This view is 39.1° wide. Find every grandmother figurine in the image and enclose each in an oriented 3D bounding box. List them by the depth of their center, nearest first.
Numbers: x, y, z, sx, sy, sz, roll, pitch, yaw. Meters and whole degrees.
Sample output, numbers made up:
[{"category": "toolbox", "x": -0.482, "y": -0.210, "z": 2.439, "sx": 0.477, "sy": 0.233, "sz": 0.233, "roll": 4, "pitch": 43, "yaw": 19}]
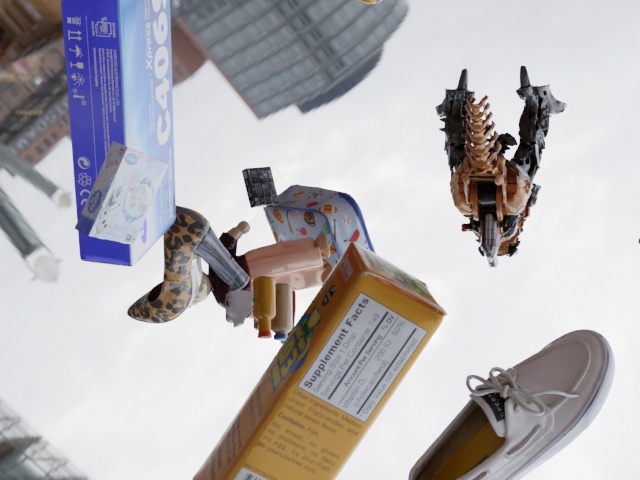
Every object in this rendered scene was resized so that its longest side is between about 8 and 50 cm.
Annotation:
[{"category": "grandmother figurine", "x": -0.149, "y": 0.065, "z": 1.826, "sx": 0.342, "sy": 0.208, "sz": 0.104, "roll": -13, "pitch": 172, "yaw": -10}]

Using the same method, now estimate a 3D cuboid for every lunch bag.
[{"category": "lunch bag", "x": 0.000, "y": 0.000, "z": 2.067, "sx": 0.115, "sy": 0.243, "sz": 0.303, "roll": -34, "pitch": -156, "yaw": -25}]

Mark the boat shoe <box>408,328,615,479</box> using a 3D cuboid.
[{"category": "boat shoe", "x": 0.263, "y": 0.244, "z": 1.293, "sx": 0.367, "sy": 0.156, "sz": 0.136, "roll": -42, "pitch": -138, "yaw": 1}]

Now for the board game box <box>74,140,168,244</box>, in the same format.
[{"category": "board game box", "x": -0.190, "y": -0.044, "z": 0.869, "sx": 0.090, "sy": 0.020, "sz": 0.090, "roll": -65, "pitch": 164, "yaw": 1}]

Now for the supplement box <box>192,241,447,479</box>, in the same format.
[{"category": "supplement box", "x": -0.006, "y": 0.120, "z": 0.669, "sx": 0.233, "sy": 0.080, "sz": 0.078, "roll": -55, "pitch": -165, "yaw": 9}]

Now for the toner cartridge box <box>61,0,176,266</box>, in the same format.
[{"category": "toner cartridge box", "x": -0.244, "y": -0.160, "z": 1.123, "sx": 0.075, "sy": 0.348, "sz": 0.165, "roll": 7, "pitch": -156, "yaw": 10}]

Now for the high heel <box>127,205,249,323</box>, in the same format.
[{"category": "high heel", "x": -0.269, "y": 0.039, "z": 1.515, "sx": 0.261, "sy": 0.186, "sz": 0.093, "roll": -22, "pitch": -150, "yaw": 28}]

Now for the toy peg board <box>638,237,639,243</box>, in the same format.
[{"category": "toy peg board", "x": 0.751, "y": 0.017, "z": 1.882, "sx": 0.161, "sy": 0.079, "sz": 0.161, "roll": -47, "pitch": -155, "yaw": 31}]

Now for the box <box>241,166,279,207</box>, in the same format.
[{"category": "box", "x": -0.125, "y": -0.112, "z": 1.891, "sx": 0.067, "sy": 0.083, "sz": 0.018, "roll": -9, "pitch": 172, "yaw": -42}]

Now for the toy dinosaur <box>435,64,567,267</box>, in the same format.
[{"category": "toy dinosaur", "x": 0.224, "y": -0.090, "z": 1.127, "sx": 0.322, "sy": 0.164, "sz": 0.218, "roll": 105, "pitch": -6, "yaw": -69}]

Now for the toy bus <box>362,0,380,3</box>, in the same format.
[{"category": "toy bus", "x": -0.003, "y": -0.503, "z": 1.356, "sx": 0.130, "sy": 0.333, "sz": 0.108, "roll": -40, "pitch": 161, "yaw": -9}]

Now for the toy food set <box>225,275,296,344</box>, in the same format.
[{"category": "toy food set", "x": -0.106, "y": 0.143, "z": 1.629, "sx": 0.232, "sy": 0.111, "sz": 0.105, "roll": 147, "pitch": -54, "yaw": -61}]
